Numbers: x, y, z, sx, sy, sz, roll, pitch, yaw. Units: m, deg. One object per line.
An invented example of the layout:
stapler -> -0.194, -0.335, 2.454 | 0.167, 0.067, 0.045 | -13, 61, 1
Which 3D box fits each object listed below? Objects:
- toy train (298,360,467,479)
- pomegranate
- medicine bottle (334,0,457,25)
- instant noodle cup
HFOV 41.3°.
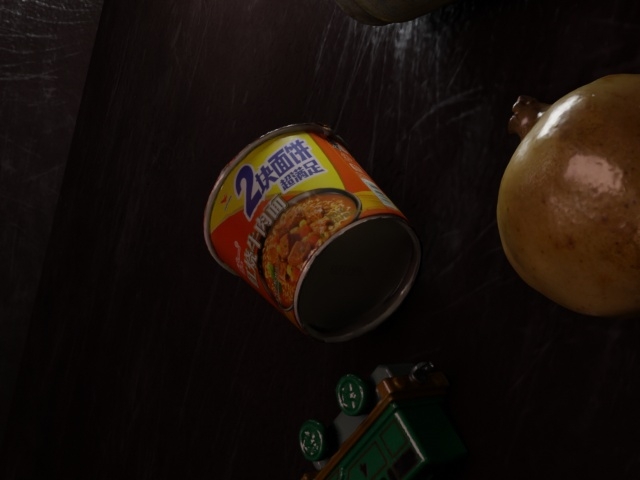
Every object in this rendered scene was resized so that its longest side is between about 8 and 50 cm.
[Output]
toy train -> 0.063, 0.216, 0.883 | 0.228, 0.091, 0.136 | -57, 49, 30
pomegranate -> 0.215, -0.039, 0.644 | 0.196, 0.196, 0.196 | -22, 63, 52
medicine bottle -> 0.142, -0.326, 0.858 | 0.322, 0.151, 0.151 | -5, 77, 56
instant noodle cup -> 0.000, 0.000, 0.949 | 0.174, 0.213, 0.213 | 44, 118, 43
